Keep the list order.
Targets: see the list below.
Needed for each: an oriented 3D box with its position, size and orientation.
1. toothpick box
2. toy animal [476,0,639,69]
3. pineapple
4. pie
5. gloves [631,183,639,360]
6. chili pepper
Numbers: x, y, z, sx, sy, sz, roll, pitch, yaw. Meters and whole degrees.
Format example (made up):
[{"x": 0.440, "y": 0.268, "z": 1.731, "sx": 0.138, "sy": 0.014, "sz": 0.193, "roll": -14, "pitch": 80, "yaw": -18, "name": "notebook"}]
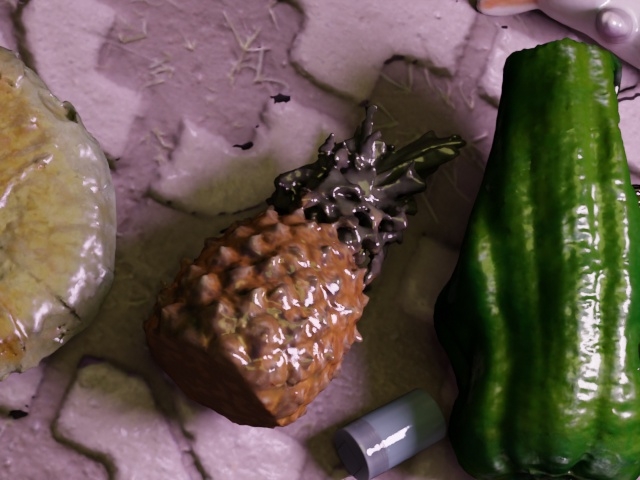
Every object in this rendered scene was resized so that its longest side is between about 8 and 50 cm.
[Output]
[{"x": 0.060, "y": 0.166, "z": 1.693, "sx": 0.083, "sy": 0.052, "sz": 0.052, "roll": -25, "pitch": 81, "yaw": -24, "name": "toothpick box"}, {"x": 0.266, "y": -0.245, "z": 1.849, "sx": 0.282, "sy": 0.138, "sz": 0.140, "roll": 26, "pitch": 71, "yaw": -6, "name": "toy animal"}, {"x": 0.000, "y": 0.000, "z": 1.677, "sx": 0.169, "sy": 0.169, "sz": 0.340, "roll": 40, "pitch": 62, "yaw": -1, "name": "pineapple"}, {"x": -0.308, "y": -0.022, "z": 1.634, "sx": 0.306, "sy": 0.071, "sz": 0.306, "roll": 4, "pitch": 72, "yaw": -12, "name": "pie"}, {"x": 0.307, "y": 0.075, "z": 1.768, "sx": 0.107, "sy": 0.135, "sz": 0.268, "roll": -29, "pitch": 60, "yaw": 11, "name": "gloves"}, {"x": 0.184, "y": 0.029, "z": 1.692, "sx": 0.168, "sy": 0.213, "sz": 0.384, "roll": 6, "pitch": 79, "yaw": -20, "name": "chili pepper"}]
